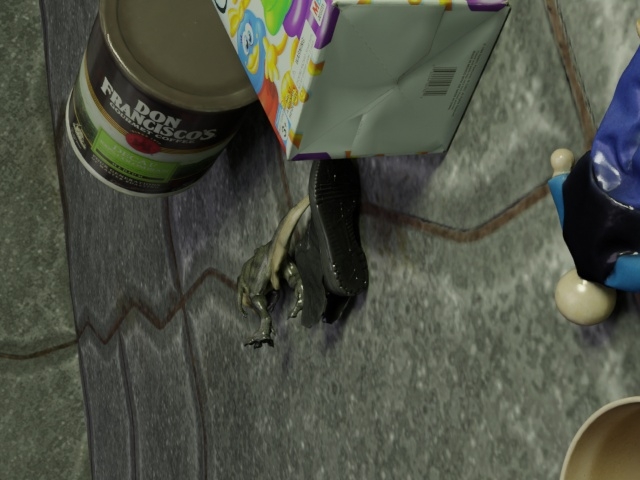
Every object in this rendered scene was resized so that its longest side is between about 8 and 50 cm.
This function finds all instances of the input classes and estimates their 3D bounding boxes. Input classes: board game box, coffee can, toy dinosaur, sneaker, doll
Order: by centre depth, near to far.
[{"bbox_3d":[0.176,-0.024,0.558,0.129,0.046,0.189,-119,34,-44],"label":"doll"},{"bbox_3d":[0.007,-0.210,0.780,0.144,0.142,0.275,109,146,-43],"label":"board game box"},{"bbox_3d":[0.002,-0.001,0.947,0.089,0.051,0.170,-8,91,62],"label":"sneaker"},{"bbox_3d":[-0.047,0.044,1.063,0.268,0.064,0.118,128,139,-53],"label":"toy dinosaur"},{"bbox_3d":[-0.172,-0.186,1.119,0.275,0.201,0.202,141,120,-63],"label":"coffee can"}]

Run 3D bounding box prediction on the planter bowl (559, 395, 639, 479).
[{"bbox_3d":[0.203,0.145,0.453,0.162,0.109,0.162,175,90,-66],"label":"planter bowl"}]
